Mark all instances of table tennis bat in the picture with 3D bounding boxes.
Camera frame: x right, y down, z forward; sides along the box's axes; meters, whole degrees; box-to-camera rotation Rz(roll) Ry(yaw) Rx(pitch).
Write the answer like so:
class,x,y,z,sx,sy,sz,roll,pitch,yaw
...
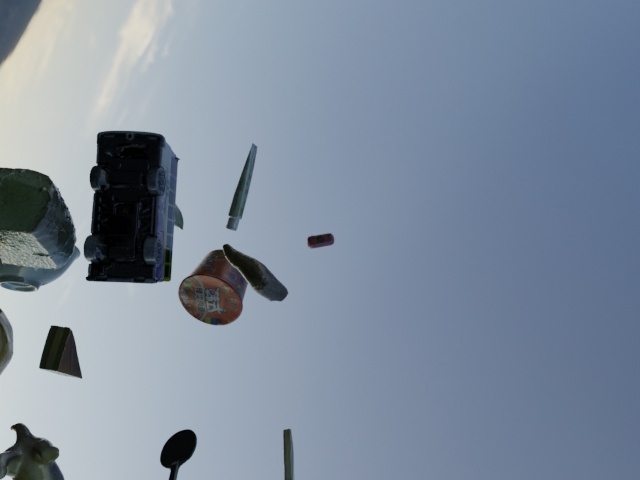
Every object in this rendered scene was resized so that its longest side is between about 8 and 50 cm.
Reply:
class,x,y,z,sx,sy,sz,roll,pitch,yaw
table tennis bat,-0.340,0.514,1.310,0.095,0.014,0.158,-19,-149,8

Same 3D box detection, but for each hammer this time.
class,x,y,z,sx,sy,sz,roll,pitch,yaw
hammer,0.000,0.000,1.652,0.043,0.083,0.043,170,-90,-77

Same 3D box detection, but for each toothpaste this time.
class,x,y,z,sx,sy,sz,roll,pitch,yaw
toothpaste,-0.274,-0.189,1.969,0.058,0.056,0.314,17,-88,52

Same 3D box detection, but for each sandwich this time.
class,x,y,z,sx,sy,sz,roll,pitch,yaw
sandwich,-1.023,0.449,2.228,0.117,0.144,0.187,3,-108,21

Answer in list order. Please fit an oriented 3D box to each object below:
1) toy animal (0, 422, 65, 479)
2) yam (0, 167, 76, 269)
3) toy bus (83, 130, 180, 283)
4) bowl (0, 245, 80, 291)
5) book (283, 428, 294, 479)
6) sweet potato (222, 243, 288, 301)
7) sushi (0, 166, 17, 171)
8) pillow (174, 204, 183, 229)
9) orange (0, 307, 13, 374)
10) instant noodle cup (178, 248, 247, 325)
class,x,y,z,sx,sy,sz,roll,pitch,yaw
toy animal,-0.509,0.458,1.000,0.169,0.121,0.233,5,-67,62
yam,-0.736,-0.058,1.394,0.271,0.202,0.201,122,-26,-69
toy bus,-0.557,-0.092,1.680,0.249,0.209,0.440,82,9,-86
bowl,-0.935,0.079,1.743,0.313,0.313,0.146,-18,-118,41
book,-0.062,0.530,1.129,0.162,0.022,0.232,-104,-166,-68
sweet potato,-0.191,0.099,1.598,0.077,0.244,0.077,-39,-156,21
sushi,-0.916,-0.145,1.549,0.026,0.120,0.126,-6,-98,61
pillow,-0.587,-0.181,1.968,0.075,0.185,0.302,-36,-120,-8
orange,-0.903,0.256,1.359,0.235,0.279,0.279,-12,-121,43
instant noodle cup,-0.387,0.167,2.090,0.250,0.250,0.192,-34,-159,30
